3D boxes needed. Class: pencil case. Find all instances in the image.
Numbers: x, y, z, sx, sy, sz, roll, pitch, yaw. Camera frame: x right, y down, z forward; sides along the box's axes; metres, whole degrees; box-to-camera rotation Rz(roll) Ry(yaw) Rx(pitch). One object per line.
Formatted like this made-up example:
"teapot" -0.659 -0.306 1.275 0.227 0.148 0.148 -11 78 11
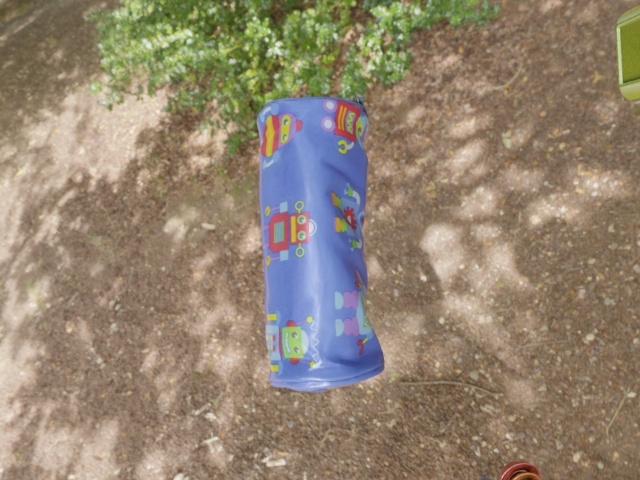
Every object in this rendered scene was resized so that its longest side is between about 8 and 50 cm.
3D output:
"pencil case" 0.000 0.000 0.513 0.119 0.133 0.306 -9 78 32

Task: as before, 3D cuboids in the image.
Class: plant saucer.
"plant saucer" 0.656 -0.385 0.957 0.045 0.188 0.188 -9 8 -4

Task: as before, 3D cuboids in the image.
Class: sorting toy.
"sorting toy" 0.203 0.288 0.523 0.102 0.061 0.042 -60 14 9
